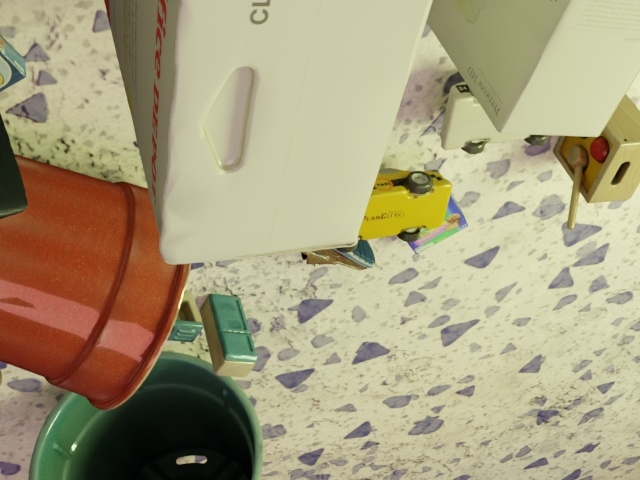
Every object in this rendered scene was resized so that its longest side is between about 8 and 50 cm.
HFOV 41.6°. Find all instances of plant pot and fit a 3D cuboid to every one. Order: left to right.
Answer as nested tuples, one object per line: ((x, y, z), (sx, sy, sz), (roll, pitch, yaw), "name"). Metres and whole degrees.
((-0.323, 0.023, 0.931), (0.265, 0.272, 0.272), (23, 125, -30), "plant pot")
((-0.241, 0.400, 1.356), (0.341, 0.341, 0.334), (-17, 149, -6), "plant pot")

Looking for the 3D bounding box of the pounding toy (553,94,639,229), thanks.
((0.382, -0.111, 1.171), (0.100, 0.130, 0.141), (-6, 139, -18), "pounding toy")

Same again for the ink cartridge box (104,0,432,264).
((-0.072, -0.211, 0.651), (0.160, 0.384, 0.279), (-6, 139, -18), "ink cartridge box")

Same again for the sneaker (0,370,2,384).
((-0.546, 0.200, 1.184), (0.188, 0.066, 0.071), (1, 153, -17), "sneaker")

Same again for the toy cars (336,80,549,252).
((0.152, -0.118, 1.103), (0.394, 0.087, 0.176), (-37, 137, 14), "toy cars")

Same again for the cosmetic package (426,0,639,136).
((0.232, -0.261, 0.855), (0.138, 0.224, 0.224), (-2, 137, -22), "cosmetic package")

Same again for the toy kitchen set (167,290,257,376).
((-0.171, 0.087, 1.159), (0.207, 0.122, 0.166), (9, 132, -32), "toy kitchen set")

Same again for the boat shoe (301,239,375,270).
((0.000, 0.000, 1.189), (0.183, 0.066, 0.066), (31, 124, -33), "boat shoe")

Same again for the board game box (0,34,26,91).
((-0.399, -0.198, 0.797), (0.136, 0.035, 0.201), (-28, 141, 8), "board game box")

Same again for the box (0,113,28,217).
((-0.489, -0.056, 0.634), (0.396, 0.212, 0.293), (-16, -176, 8), "box")

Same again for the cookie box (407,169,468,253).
((0.153, -0.039, 1.223), (0.092, 0.040, 0.107), (-29, 140, 11), "cookie box")
